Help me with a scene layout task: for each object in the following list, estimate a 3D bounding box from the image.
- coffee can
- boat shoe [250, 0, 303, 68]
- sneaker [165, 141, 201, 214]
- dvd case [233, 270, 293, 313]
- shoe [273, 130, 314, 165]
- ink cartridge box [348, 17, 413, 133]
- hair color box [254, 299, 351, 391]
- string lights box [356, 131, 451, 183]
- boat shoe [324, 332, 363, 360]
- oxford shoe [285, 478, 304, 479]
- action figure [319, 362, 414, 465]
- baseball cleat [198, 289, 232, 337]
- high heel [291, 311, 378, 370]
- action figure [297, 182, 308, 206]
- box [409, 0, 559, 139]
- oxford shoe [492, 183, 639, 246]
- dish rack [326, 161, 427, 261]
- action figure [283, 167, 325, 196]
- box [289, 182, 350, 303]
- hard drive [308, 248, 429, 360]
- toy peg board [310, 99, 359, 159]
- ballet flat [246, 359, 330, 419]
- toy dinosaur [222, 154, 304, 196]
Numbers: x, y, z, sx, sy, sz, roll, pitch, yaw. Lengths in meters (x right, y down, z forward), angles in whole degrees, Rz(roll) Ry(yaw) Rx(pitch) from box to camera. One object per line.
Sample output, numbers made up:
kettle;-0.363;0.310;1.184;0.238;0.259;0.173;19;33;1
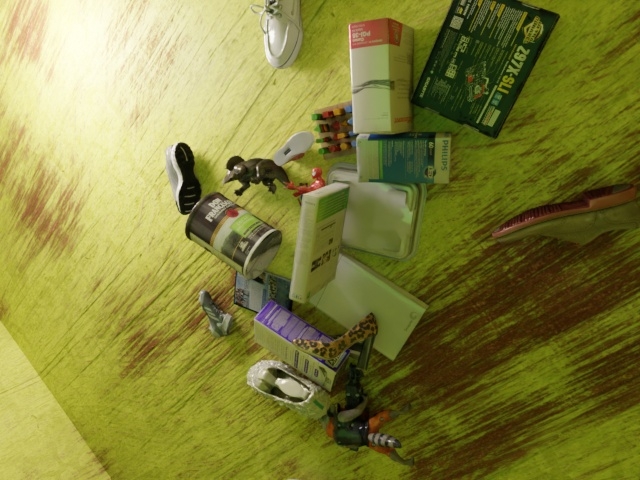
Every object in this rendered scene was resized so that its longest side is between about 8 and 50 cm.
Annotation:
coffee can;-0.303;-0.018;1.675;0.275;0.201;0.201;32;116;16
boat shoe;-0.125;-0.704;1.411;0.136;0.156;0.366;21;113;21
sneaker;-0.525;-0.231;1.800;0.108;0.100;0.271;4;103;41
dvd case;-0.216;0.197;1.794;0.253;0.022;0.180;17;112;22
shoe;-0.071;-0.302;1.532;0.178;0.081;0.063;-28;94;40
ink cartridge box;0.172;-0.438;1.303;0.117;0.207;0.282;5;106;27
hair color box;-0.069;0.370;1.676;0.339;0.110;0.185;31;146;16
string lights box;0.238;-0.237;1.362;0.260;0.076;0.133;3;116;14
boat shoe;0.083;0.362;1.674;0.206;0.065;0.075;15;148;34
oxford shoe;0.047;1.033;1.844;0.450;0.169;0.130;7;149;18
action figure;0.143;0.611;1.638;0.330;0.178;0.341;-5;99;28
baseball cleat;-0.412;0.286;1.905;0.110;0.072;0.205;-13;103;16
high heel;0.050;0.296;1.535;0.261;0.093;0.186;16;77;-5
action figure;-0.055;-0.136;1.613;0.038;0.030;0.115;2;107;22
box;0.417;-0.465;1.246;0.257;0.079;0.321;28;115;16
oxford shoe;0.630;-0.033;1.234;0.348;0.123;0.130;-17;101;31
dish rack;0.150;-0.085;1.497;0.333;0.072;0.285;13;109;23
action figure;-0.057;-0.110;1.557;0.139;0.091;0.280;10;115;1
box;0.000;0.000;1.422;0.059;0.232;0.321;18;111;20
hard drive;0.151;0.213;1.594;0.353;0.047;0.233;33;117;15
toy peg board;0.053;-0.338;1.468;0.161;0.079;0.161;-7;102;29
ballet flat;-0.141;0.518;1.737;0.409;0.147;0.146;9;109;39
toy dinosaur;-0.209;-0.230;1.605;0.314;0.160;0.121;-2;136;14
